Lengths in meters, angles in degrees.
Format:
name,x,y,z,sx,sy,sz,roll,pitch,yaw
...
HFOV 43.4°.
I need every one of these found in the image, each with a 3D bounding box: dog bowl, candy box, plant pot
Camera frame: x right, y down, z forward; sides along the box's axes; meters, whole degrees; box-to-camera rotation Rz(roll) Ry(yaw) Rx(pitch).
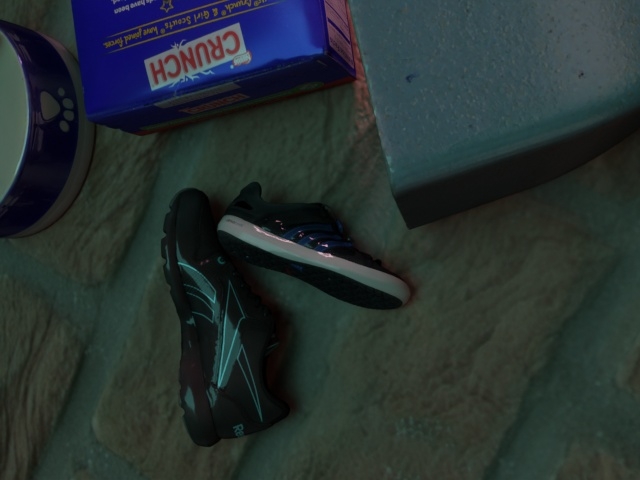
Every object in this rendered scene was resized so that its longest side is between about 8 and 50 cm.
name,x,y,z,sx,sy,sz,roll,pitch,yaw
dog bowl,-0.409,-0.135,0.974,0.265,0.104,0.265,-1,88,26
candy box,-0.120,-0.292,0.821,0.268,0.122,0.317,-10,84,20
plant pot,0.157,-0.166,0.635,0.252,0.247,0.248,-13,83,7

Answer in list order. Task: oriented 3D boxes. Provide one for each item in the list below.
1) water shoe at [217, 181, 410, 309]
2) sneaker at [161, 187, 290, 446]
name,x,y,z,sx,sy,sz,roll,pitch,yaw
water shoe,0.000,0.000,0.787,0.203,0.073,0.080,21,67,8
sneaker,-0.100,0.073,0.840,0.106,0.101,0.267,-10,83,3
